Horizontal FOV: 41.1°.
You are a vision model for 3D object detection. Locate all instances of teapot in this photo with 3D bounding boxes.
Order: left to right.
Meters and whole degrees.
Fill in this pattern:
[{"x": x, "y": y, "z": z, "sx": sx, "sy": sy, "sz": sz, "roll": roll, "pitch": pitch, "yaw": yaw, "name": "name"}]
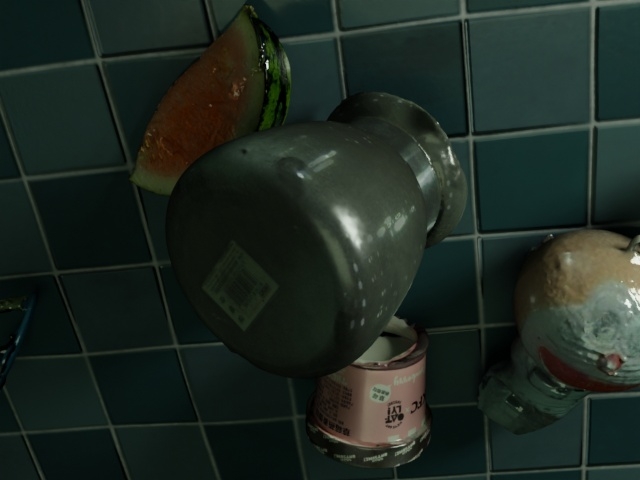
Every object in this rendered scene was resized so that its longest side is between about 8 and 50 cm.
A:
[{"x": 0.019, "y": 0.004, "z": 0.841, "sx": 0.223, "sy": 0.285, "sz": 0.305, "roll": 22, "pitch": 129, "yaw": 28, "name": "teapot"}]

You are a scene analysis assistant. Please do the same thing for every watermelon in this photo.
[{"x": -0.108, "y": -0.125, "z": 0.888, "sx": 0.119, "sy": 0.063, "sz": 0.245, "roll": 42, "pitch": 122, "yaw": 1, "name": "watermelon"}]

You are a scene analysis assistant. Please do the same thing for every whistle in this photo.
[{"x": 0.274, "y": 0.124, "z": 0.950, "sx": 0.189, "sy": 0.189, "sz": 0.348, "roll": 18, "pitch": 131, "yaw": -7, "name": "whistle"}]

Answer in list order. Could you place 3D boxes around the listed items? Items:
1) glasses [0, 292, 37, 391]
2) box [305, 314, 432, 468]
[{"x": -0.444, "y": 0.116, "z": 1.053, "sx": 0.207, "sy": 0.102, "sz": 0.239, "roll": 45, "pitch": 119, "yaw": 10, "name": "glasses"}, {"x": 0.060, "y": 0.166, "z": 0.999, "sx": 0.151, "sy": 0.151, "sz": 0.135, "roll": 4, "pitch": 111, "yaw": 2, "name": "box"}]
